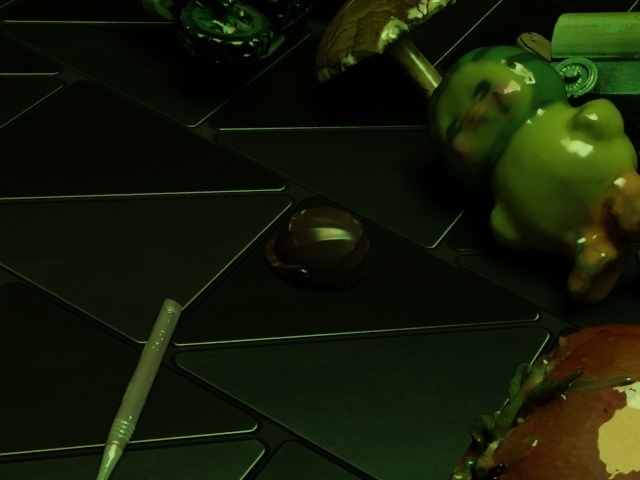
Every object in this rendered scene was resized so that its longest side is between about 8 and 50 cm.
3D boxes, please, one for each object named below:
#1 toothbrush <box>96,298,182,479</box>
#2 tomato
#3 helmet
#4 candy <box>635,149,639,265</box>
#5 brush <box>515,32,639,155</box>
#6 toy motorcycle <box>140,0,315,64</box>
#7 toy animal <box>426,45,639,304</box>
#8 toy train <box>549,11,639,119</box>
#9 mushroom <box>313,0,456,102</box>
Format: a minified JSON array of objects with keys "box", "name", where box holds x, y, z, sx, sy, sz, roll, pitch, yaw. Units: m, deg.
[{"box":[-0.191,0.176,1.265,0.024,0.029,0.354,25,40,-7],"name":"toothbrush"},{"box":[0.256,0.234,1.108,0.273,0.341,0.341,36,43,4],"name":"tomato"},{"box":[0.000,0.000,1.489,0.123,0.070,0.098,12,41,-4],"name":"helmet"},{"box":[0.467,-0.026,1.634,0.143,0.101,0.271,17,46,-5],"name":"candy"},{"box":[0.407,-0.224,1.868,0.070,0.065,0.327,-21,50,-31],"name":"brush"},{"box":[-0.108,-0.368,1.812,0.237,0.169,0.410,32,38,11],"name":"toy motorcycle"},{"box":[0.281,-0.099,1.589,0.338,0.216,0.191,46,23,23],"name":"toy animal"},{"box":[0.444,-0.231,1.752,0.307,0.126,0.189,3,55,28],"name":"toy train"},{"box":[0.129,-0.229,1.727,0.233,0.208,0.302,-36,63,6],"name":"mushroom"}]
